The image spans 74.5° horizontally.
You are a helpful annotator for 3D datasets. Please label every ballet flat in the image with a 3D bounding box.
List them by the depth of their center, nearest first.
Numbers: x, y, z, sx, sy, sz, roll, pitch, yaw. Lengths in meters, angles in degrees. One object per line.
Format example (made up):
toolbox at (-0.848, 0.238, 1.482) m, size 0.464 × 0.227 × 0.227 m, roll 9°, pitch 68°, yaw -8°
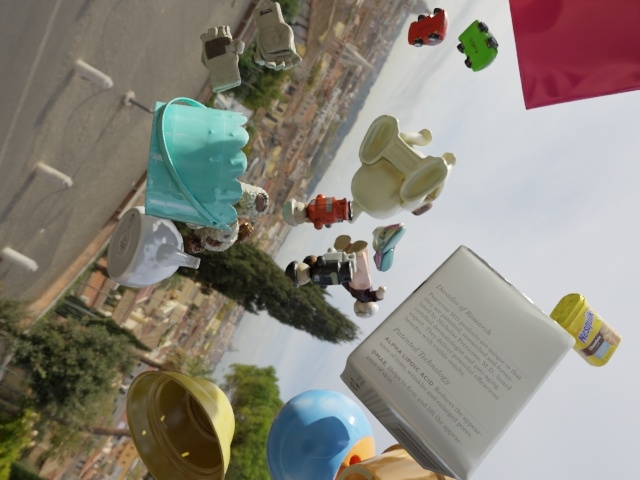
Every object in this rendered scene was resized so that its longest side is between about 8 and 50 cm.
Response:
ballet flat at (0.178, 0.008, 1.179) m, size 0.076 × 0.079 × 0.222 m, roll -31°, pitch 153°, yaw -20°

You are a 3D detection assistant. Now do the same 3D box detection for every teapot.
teapot at (-0.499, 0.030, 1.252) m, size 0.252 × 0.187 × 0.256 m, roll -41°, pitch -129°, yaw 25°

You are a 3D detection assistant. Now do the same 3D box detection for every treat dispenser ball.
treat dispenser ball at (0.001, 0.543, 1.108) m, size 0.288 × 0.288 × 0.288 m, roll -60°, pitch -176°, yaw 8°

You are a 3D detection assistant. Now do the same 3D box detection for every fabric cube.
fabric cube at (0.576, -0.445, 0.856) m, size 0.259 × 0.254 × 0.258 m, roll -35°, pitch -156°, yaw -35°

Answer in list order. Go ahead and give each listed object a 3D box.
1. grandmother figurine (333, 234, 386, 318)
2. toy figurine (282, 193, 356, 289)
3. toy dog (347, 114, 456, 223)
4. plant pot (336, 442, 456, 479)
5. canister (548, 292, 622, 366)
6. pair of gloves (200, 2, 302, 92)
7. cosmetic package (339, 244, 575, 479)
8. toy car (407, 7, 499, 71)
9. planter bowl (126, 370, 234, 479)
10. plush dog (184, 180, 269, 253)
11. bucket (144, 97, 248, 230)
grandmother figurine at (0.140, 0.146, 1.446) m, size 0.104 × 0.207 × 0.343 m, roll -36°, pitch 133°, yaw -25°
toy figurine at (0.000, 0.000, 0.975) m, size 0.209 × 0.148 × 0.213 m, roll -35°, pitch 120°, yaw -80°
toy dog at (0.291, -0.193, 1.461) m, size 0.396 × 0.284 × 0.408 m, roll -59°, pitch 160°, yaw 18°
plant pot at (0.131, 0.477, 0.763) m, size 0.205 × 0.187 × 0.205 m, roll -28°, pitch -128°, yaw 42°
canister at (0.729, 0.248, 1.163) m, size 0.126 × 0.170 × 0.073 m, roll -48°, pitch -177°, yaw -13°
pair of gloves at (-0.183, -0.479, 1.055) m, size 0.240 × 0.204 × 0.042 m, roll -23°, pitch 158°, yaw 0°
cosmetic package at (0.140, 0.137, 0.479) m, size 0.183 × 0.151 × 0.151 m, roll -40°, pitch 162°, yaw -18°
toy car at (0.289, -0.414, 0.817) m, size 0.239 × 0.053 × 0.225 m, roll -38°, pitch -125°, yaw 45°
planter bowl at (-0.206, 0.293, 0.677) m, size 0.090 × 0.217 × 0.217 m, roll -20°, pitch 146°, yaw -58°
plush dog at (-0.309, -0.069, 1.252) m, size 0.262 × 0.210 × 0.226 m, roll -13°, pitch 126°, yaw -37°
bucket at (-0.275, -0.164, 0.917) m, size 0.281 × 0.183 × 0.281 m, roll -175°, pitch -90°, yaw -68°
